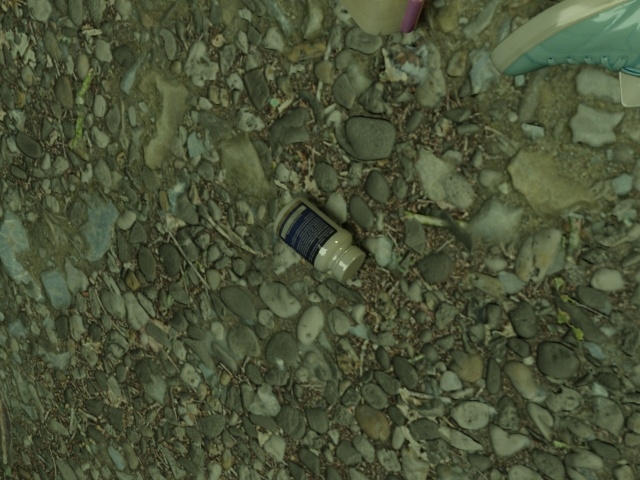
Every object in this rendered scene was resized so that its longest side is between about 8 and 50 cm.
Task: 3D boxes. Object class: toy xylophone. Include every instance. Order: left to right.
[{"bbox_3d":[0.050,-0.473,1.360,0.323,0.081,0.236,59,168,5],"label":"toy xylophone"}]

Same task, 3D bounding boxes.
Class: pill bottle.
[{"bbox_3d":[0.000,0.000,1.629,0.169,0.094,0.094,40,126,20],"label":"pill bottle"}]

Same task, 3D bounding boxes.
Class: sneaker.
[{"bbox_3d":[0.403,-0.270,1.165,0.366,0.135,0.150,-18,92,40],"label":"sneaker"}]

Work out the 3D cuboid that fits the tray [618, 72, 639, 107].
[{"bbox_3d":[0.482,-0.324,1.193,0.145,0.030,0.270,2,107,37],"label":"tray"}]
